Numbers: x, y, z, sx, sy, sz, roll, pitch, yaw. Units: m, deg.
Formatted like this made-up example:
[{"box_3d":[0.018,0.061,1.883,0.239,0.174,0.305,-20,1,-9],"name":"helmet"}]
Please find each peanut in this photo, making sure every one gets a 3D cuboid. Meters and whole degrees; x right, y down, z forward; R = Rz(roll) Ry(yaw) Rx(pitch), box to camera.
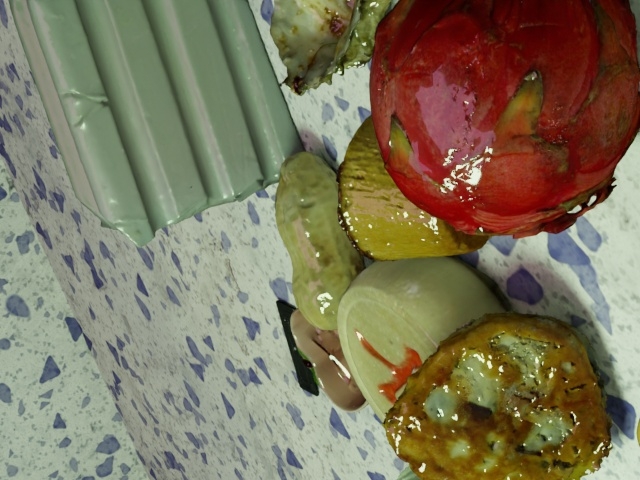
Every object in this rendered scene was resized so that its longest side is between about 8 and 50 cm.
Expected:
[{"box_3d":[0.000,0.000,1.942,0.130,0.130,0.290,-3,103,61],"name":"peanut"}]

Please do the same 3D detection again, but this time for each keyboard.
[{"box_3d":[-0.044,0.210,2.355,0.061,0.013,0.204,23,134,51],"name":"keyboard"}]

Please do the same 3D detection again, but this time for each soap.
[{"box_3d":[-0.270,-0.252,1.971,0.213,0.350,0.435,16,128,65],"name":"soap"}]

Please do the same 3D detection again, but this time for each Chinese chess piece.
[{"box_3d":[0.169,0.176,1.810,0.338,0.140,0.338,41,147,35],"name":"Chinese chess piece"}]

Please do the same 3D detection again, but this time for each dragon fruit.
[{"box_3d":[0.197,-0.162,1.293,0.296,0.296,0.301,29,124,46],"name":"dragon fruit"}]

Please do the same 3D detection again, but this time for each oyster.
[{"box_3d":[0.023,-0.329,1.589,0.197,0.133,0.337,61,151,5],"name":"oyster"}]

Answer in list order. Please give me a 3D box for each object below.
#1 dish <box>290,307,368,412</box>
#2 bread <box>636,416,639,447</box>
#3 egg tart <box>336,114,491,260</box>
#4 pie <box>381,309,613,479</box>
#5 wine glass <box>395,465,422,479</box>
[{"box_3d":[0.048,0.183,2.086,0.213,0.090,0.213,38,143,35],"name":"dish"},{"box_3d":[0.464,0.263,1.431,0.217,0.098,0.147,37,141,37],"name":"bread"},{"box_3d":[0.133,-0.070,1.585,0.171,0.215,0.215,9,124,43],"name":"egg tart"},{"box_3d":[0.247,0.221,1.607,0.085,0.308,0.308,-81,-31,-76],"name":"pie"},{"box_3d":[0.229,0.534,1.965,0.323,0.238,0.238,43,148,27],"name":"wine glass"}]
